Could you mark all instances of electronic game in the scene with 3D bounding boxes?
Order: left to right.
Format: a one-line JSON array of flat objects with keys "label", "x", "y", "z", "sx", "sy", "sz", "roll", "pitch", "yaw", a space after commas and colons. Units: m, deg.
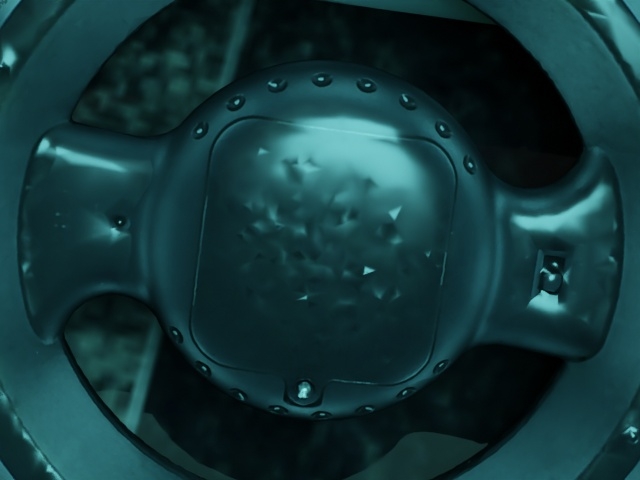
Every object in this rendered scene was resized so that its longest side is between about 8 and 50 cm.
[{"label": "electronic game", "x": 0.000, "y": 0.000, "z": 0.484, "sx": 0.229, "sy": 0.048, "sz": 0.229, "roll": 0, "pitch": 100, "yaw": -2}]

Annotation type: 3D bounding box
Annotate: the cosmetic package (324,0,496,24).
[{"label": "cosmetic package", "x": 0.023, "y": -0.257, "z": 0.576, "sx": 0.284, "sy": 0.097, "sz": 0.377, "roll": 8, "pitch": 73, "yaw": -5}]
